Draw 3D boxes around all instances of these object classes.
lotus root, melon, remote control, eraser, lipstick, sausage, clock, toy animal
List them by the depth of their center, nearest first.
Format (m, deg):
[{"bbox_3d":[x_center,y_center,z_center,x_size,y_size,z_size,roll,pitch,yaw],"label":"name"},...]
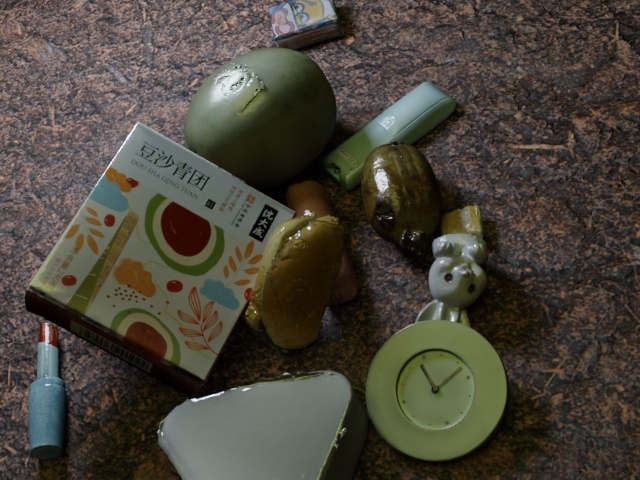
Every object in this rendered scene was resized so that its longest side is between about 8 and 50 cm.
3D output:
[{"bbox_3d":[-0.110,0.355,1.509,0.331,0.150,0.331,-7,56,11],"label":"eraser"},{"bbox_3d":[0.190,0.245,1.527,0.235,0.029,0.235,-6,70,17],"label":"clock"},{"bbox_3d":[0.227,0.094,1.599,0.104,0.131,0.220,16,60,-5],"label":"toy animal"},{"bbox_3d":[0.153,-0.078,1.741,0.145,0.128,0.260,-10,55,-3],"label":"lotus root"},{"bbox_3d":[-0.511,0.272,1.748,0.068,0.061,0.274,-17,52,8],"label":"lipstick"},{"bbox_3d":[0.001,0.000,1.762,0.086,0.086,0.289,-20,51,3],"label":"sausage"},{"bbox_3d":[-0.126,-0.236,1.854,0.330,0.268,0.268,-35,53,-12],"label":"melon"},{"bbox_3d":[0.136,-0.221,1.896,0.293,0.051,0.103,-39,54,-10],"label":"remote control"}]

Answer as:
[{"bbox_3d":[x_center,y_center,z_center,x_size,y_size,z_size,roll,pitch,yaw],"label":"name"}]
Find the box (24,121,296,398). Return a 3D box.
[{"bbox_3d":[-0.286,0.034,1.708,0.344,0.122,0.385,29,65,-4],"label":"box"}]

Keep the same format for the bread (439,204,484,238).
[{"bbox_3d":[0.261,-0.025,1.727,0.083,0.035,0.070,-15,52,15],"label":"bread"}]

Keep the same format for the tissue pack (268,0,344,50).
[{"bbox_3d":[-0.034,-0.503,2.140,0.155,0.065,0.115,-16,52,6],"label":"tissue pack"}]

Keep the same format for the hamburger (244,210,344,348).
[{"bbox_3d":[-0.047,0.072,1.621,0.124,0.131,0.262,30,111,33],"label":"hamburger"}]
